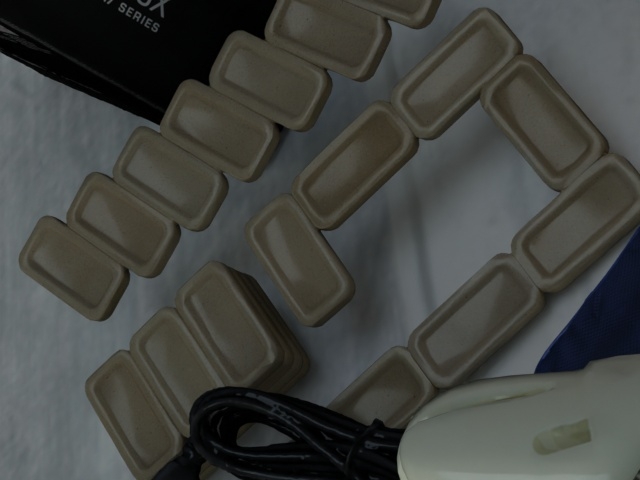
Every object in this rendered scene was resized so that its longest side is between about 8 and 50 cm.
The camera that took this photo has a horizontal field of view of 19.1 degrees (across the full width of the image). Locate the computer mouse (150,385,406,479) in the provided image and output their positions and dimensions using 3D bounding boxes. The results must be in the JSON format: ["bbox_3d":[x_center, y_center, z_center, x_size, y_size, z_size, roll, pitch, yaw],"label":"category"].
[{"bbox_3d":[-0.035,0.174,0.720,0.184,0.060,0.262,16,78,35],"label":"computer mouse"}]

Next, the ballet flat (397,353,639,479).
[{"bbox_3d":[0.050,0.159,0.570,0.182,0.164,0.482,39,99,20],"label":"ballet flat"}]

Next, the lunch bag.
[{"bbox_3d":[0.131,0.039,0.655,0.098,0.065,0.067,-53,25,9],"label":"lunch bag"}]

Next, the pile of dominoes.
[{"bbox_3d":[0.000,0.000,0.819,0.251,0.040,0.196,-43,62,15],"label":"pile of dominoes"}]

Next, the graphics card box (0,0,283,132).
[{"bbox_3d":[-0.195,-0.166,0.873,0.233,0.371,0.094,24,85,51],"label":"graphics card box"}]
